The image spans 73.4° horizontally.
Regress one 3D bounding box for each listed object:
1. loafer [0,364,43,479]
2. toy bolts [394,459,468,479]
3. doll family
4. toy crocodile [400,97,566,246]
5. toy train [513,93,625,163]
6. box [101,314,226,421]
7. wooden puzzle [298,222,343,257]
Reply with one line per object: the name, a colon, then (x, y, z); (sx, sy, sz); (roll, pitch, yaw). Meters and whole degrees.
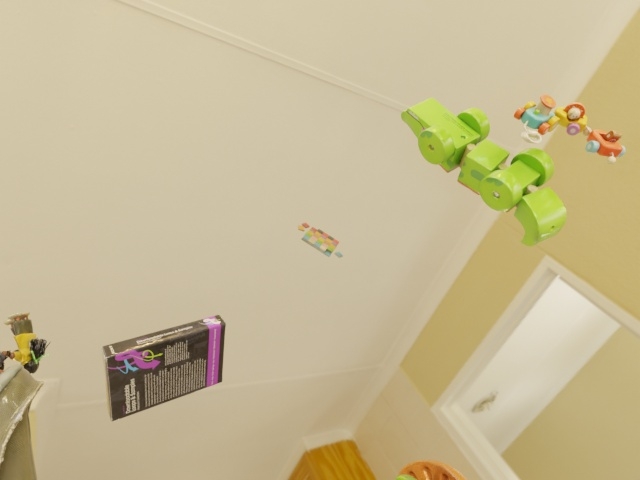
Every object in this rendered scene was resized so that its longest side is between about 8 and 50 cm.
loafer: (-0.283, 0.236, 0.379); (0.087, 0.094, 0.251); (14, -91, -19)
toy bolts: (0.101, 0.369, 0.434); (0.158, 0.218, 0.228); (20, -61, -45)
doll family: (-0.503, 0.176, 0.689); (0.076, 0.111, 0.193); (-20, -9, 3)
toy crocodile: (0.273, -0.133, 0.744); (0.115, 0.340, 0.105); (-33, -26, -22)
toy train: (0.396, -0.182, 0.676); (0.166, 0.125, 0.046); (9, -44, -7)
box: (-0.216, 0.176, 0.606); (0.162, 0.029, 0.116); (-11, -57, -37)
wooden puzzle: (0.000, 0.000, 0.652); (0.006, 0.083, 0.049); (-60, -5, 29)
